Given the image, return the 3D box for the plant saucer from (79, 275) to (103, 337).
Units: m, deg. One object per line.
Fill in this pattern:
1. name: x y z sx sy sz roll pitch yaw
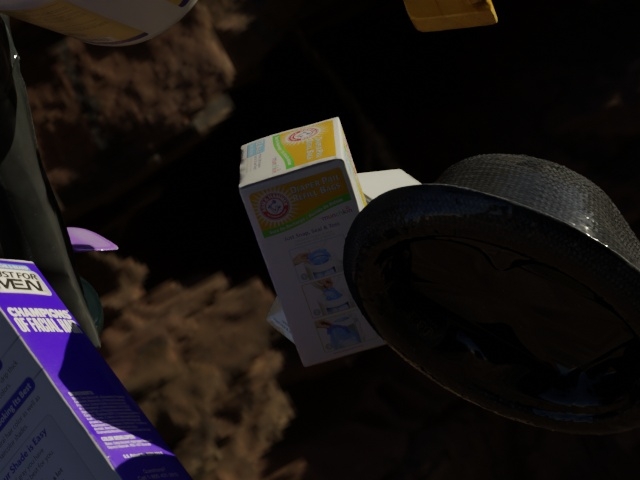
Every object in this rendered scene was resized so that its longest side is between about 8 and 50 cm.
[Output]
1. plant saucer: -0.332 0.088 1.861 0.021 0.119 0.119 -29 8 33

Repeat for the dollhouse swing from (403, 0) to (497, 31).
1. dollhouse swing: 0.014 -0.434 1.842 0.304 0.347 0.315 -21 51 11

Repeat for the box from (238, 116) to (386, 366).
1. box: 0.000 0.000 1.351 0.103 0.203 0.114 -16 26 6

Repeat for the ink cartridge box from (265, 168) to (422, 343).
1. ink cartridge box: 0.047 0.026 1.680 0.154 0.093 0.212 -12 -45 -57

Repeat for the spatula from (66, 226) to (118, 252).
1. spatula: -0.400 -0.024 1.919 0.296 0.084 0.030 23 -85 -57

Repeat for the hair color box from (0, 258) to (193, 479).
1. hair color box: -0.268 0.196 1.308 0.185 0.339 0.110 -50 -25 19

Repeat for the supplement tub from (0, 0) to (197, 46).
1. supplement tub: -0.263 -0.332 1.371 0.241 0.241 0.331 -25 -9 15

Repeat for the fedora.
1. fedora: 0.193 0.028 1.262 0.334 0.334 0.153 -17 36 46

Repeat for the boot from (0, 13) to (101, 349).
1. boot: -0.384 -0.106 1.680 0.146 0.445 0.367 -19 21 -2
